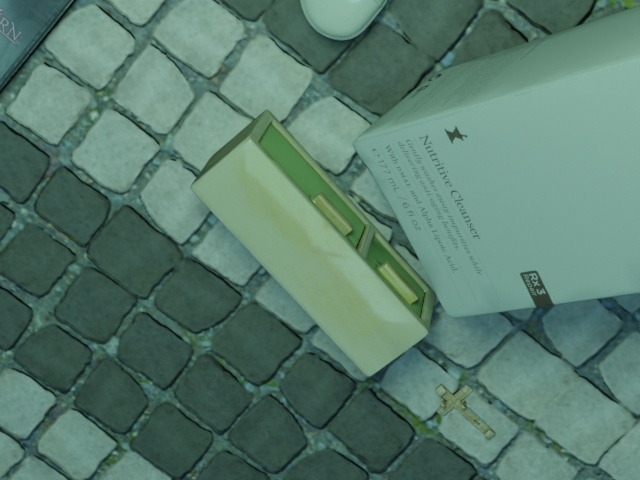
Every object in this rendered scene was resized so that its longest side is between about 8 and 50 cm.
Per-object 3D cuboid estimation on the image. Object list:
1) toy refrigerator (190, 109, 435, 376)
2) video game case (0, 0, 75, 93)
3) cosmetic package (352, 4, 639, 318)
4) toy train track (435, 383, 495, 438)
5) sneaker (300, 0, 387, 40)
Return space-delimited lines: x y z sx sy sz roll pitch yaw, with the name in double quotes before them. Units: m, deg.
"toy refrigerator" 0.000 0.000 1.387 0.094 0.102 0.269 -38 101 21
"video game case" -0.402 -0.226 1.404 0.196 0.026 0.274 41 113 -8
"cosmetic package" 0.244 -0.072 1.198 0.385 0.156 0.217 -14 112 50
"toy train track" 0.159 0.190 1.486 0.083 0.014 0.048 42 112 -9
"sneaker" 0.039 -0.314 1.243 0.106 0.123 0.290 17 115 0
